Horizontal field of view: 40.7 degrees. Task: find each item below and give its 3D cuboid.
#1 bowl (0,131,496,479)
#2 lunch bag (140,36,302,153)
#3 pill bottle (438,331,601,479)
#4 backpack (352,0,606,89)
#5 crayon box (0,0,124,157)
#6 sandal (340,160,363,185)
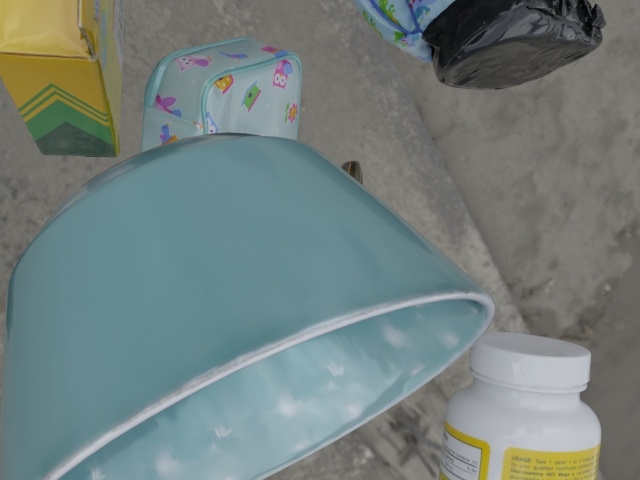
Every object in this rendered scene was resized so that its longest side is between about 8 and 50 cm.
[{"bbox_3d":[-0.066,0.050,0.541,0.311,0.163,0.311,-24,158,-11],"label":"bowl"},{"bbox_3d":[-0.118,-0.103,1.071,0.224,0.107,0.279,-35,140,-51],"label":"lunch bag"},{"bbox_3d":[0.239,0.289,1.052,0.187,0.188,0.334,2,96,-32],"label":"pill bottle"},{"bbox_3d":[0.131,-0.345,0.996,0.273,0.356,0.290,-24,172,33],"label":"backpack"},{"bbox_3d":[-0.217,-0.210,0.733,0.081,0.202,0.318,1,169,-10],"label":"crayon box"},{"bbox_3d":[0.000,0.000,1.023,0.060,0.219,0.090,12,161,11],"label":"sandal"}]
